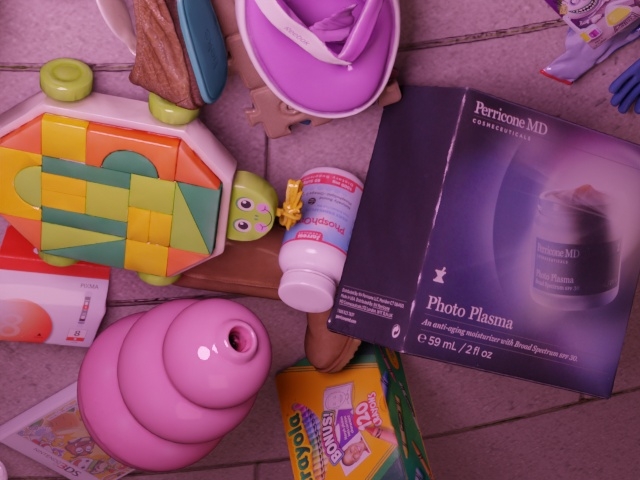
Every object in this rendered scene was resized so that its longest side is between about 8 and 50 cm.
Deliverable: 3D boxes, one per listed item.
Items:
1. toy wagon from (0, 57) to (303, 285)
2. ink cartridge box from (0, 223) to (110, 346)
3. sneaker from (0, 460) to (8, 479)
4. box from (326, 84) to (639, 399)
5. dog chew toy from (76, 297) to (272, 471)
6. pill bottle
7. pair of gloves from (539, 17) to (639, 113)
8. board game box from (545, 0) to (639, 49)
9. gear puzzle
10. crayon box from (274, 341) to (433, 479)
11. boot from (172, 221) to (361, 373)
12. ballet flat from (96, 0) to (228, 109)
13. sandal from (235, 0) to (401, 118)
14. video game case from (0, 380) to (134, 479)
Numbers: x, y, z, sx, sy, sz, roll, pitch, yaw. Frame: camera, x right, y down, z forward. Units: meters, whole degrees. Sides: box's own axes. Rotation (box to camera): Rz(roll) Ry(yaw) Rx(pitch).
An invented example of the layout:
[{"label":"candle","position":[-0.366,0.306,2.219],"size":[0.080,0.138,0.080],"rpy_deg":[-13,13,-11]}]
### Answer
[{"label":"toy wagon","position":[-0.190,-0.059,1.601],"size":[0.344,0.068,0.267],"rpy_deg":[12,133,1]},{"label":"ink cartridge box","position":[-0.331,0.059,1.777],"size":[0.145,0.045,0.179],"rpy_deg":[7,138,-22]},{"label":"sneaker","position":[-0.564,0.371,2.041],"size":[0.305,0.114,0.152],"rpy_deg":[-20,153,14]},{"label":"box","position":[0.201,0.001,1.636],"size":[0.296,0.182,0.294],"rpy_deg":[14,88,-28]},{"label":"dog chew toy","position":[-0.167,0.163,1.766],"size":[0.206,0.207,0.332],"rpy_deg":[12,155,-26]},{"label":"pill bottle","position":[0.000,0.000,1.694],"size":[0.087,0.160,0.087],"rpy_deg":[10,149,6]},{"label":"pair of gloves","position":[0.358,-0.219,1.658],"size":[0.198,0.023,0.159],"rpy_deg":[17,133,-29]},{"label":"board game box","position":[0.355,-0.362,1.462],"size":[0.347,0.056,0.208],"rpy_deg":[-37,124,25]},{"label":"gear puzzle","position":[-0.036,-0.251,1.509],"size":[0.175,0.044,0.339],"rpy_deg":[-17,136,7]},{"label":"crayon box","position":[0.045,0.267,1.930],"size":[0.165,0.278,0.081],"rpy_deg":[-33,137,21]},{"label":"boot","position":[-0.066,0.059,1.821],"size":[0.269,0.089,0.236],"rpy_deg":[10,127,-23]},{"label":"ballet flat","position":[-0.169,-0.277,1.391],"size":[0.124,0.116,0.342],"rpy_deg":[9,135,15]},{"label":"sandal","position":[-0.002,-0.260,1.397],"size":[0.169,0.102,0.416],"rpy_deg":[-8,137,-2]},{"label":"video game case","position":[-0.301,0.263,2.029],"size":[0.227,0.026,0.206],"rpy_deg":[-31,137,19]}]
